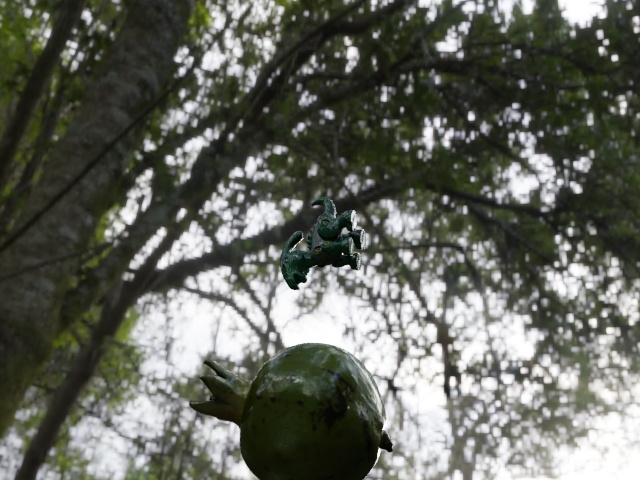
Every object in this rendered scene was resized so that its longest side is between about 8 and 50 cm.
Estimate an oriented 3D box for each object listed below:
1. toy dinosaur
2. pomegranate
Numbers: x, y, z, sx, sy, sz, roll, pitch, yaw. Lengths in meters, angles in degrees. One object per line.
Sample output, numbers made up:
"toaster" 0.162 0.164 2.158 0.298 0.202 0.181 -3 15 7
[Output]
"toy dinosaur" 0.000 0.000 1.231 0.096 0.132 0.059 -7 -39 17
"pomegranate" -0.046 0.289 1.735 0.340 0.260 0.260 17 -39 -5
